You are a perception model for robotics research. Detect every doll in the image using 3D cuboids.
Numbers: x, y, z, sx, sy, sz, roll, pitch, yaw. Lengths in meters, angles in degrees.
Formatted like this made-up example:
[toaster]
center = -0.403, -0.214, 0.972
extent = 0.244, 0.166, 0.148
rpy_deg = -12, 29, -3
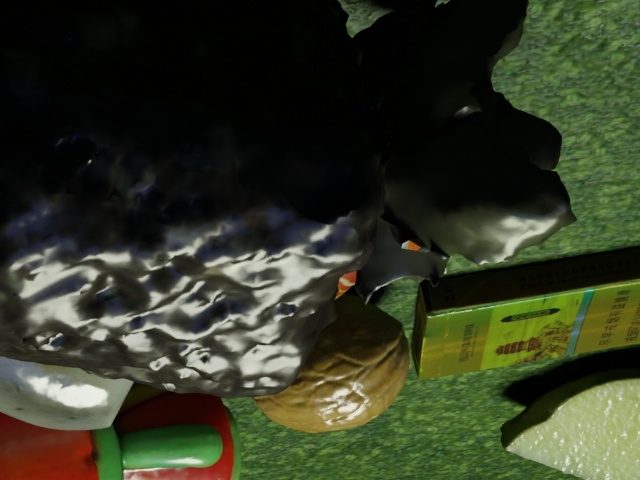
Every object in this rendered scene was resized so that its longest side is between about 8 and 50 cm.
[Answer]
[doll]
center = -0.226, 0.159, 1.251
extent = 0.363, 0.160, 0.183
rpy_deg = -13, -177, -38

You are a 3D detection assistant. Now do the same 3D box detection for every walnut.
[walnut]
center = 0.003, 0.088, 1.298
extent = 0.125, 0.105, 0.105
rpy_deg = -13, 154, 11

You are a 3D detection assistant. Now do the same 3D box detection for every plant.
[plant]
center = -0.034, -0.045, 0.894
extent = 0.312, 0.215, 0.213
rpy_deg = 0, 148, -27

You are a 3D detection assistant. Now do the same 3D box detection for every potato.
[potato]
center = 0.231, 0.133, 1.533
extent = 0.149, 0.081, 0.120
rpy_deg = 21, 111, -22

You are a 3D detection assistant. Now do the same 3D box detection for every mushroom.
[mushroom]
center = -0.231, 0.050, 1.142
extent = 0.270, 0.103, 0.118
rpy_deg = 11, 138, -18

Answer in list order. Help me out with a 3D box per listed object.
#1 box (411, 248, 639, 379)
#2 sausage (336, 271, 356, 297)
[box]
center = 0.167, 0.055, 1.369
extent = 0.193, 0.030, 0.121
rpy_deg = -8, 153, -5
[sausage]
center = 0.000, 0.000, 1.153
extent = 0.083, 0.083, 0.264
rpy_deg = 8, 149, -34
